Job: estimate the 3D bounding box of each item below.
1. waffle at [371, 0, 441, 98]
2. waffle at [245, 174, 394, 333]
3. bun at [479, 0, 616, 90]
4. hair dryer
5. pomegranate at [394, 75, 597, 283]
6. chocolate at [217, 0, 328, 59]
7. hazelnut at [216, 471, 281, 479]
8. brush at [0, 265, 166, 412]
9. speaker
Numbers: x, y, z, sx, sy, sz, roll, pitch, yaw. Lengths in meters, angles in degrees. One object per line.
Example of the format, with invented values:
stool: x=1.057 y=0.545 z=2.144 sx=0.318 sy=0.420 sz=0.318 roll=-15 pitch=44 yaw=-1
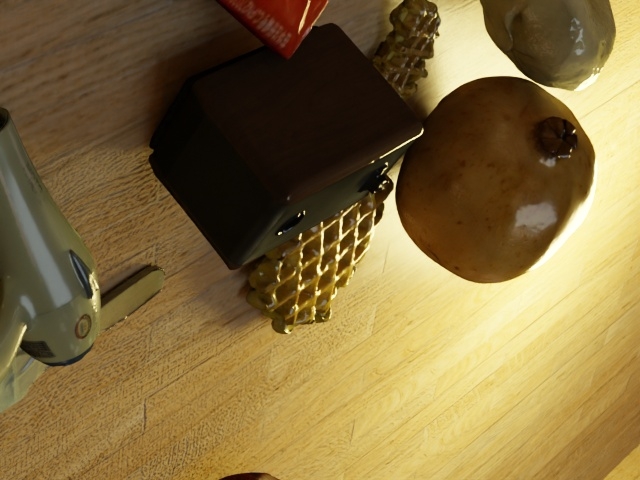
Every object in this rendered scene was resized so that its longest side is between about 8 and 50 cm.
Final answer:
waffle: x=0.082 y=-0.222 z=1.793 sx=0.194 sy=0.051 sz=0.149 roll=-46 pitch=150 yaw=-12
waffle: x=0.002 y=0.001 z=1.890 sx=0.291 sy=0.051 sz=0.291 roll=-42 pitch=151 yaw=-30
bun: x=0.302 y=-0.315 z=1.914 sx=0.160 sy=0.259 sz=0.259 roll=-20 pitch=163 yaw=23
hair dryer: x=-0.307 y=0.028 z=1.312 sx=0.298 sy=0.119 sz=0.296 roll=-51 pitch=141 yaw=-61
pomegranate: x=0.245 y=-0.081 z=1.980 sx=0.307 sy=0.307 sz=0.307 roll=-39 pitch=147 yaw=-32
chocolate: x=-0.049 y=-0.334 z=1.407 sx=0.235 sy=0.108 sz=0.237 roll=-58 pitch=154 yaw=0
hazelnut: x=-0.108 y=0.446 z=2.004 sx=0.218 sy=0.218 sz=0.234 roll=-60 pitch=153 yaw=4
brush: x=-0.294 y=0.118 z=1.562 sx=0.336 sy=0.020 sz=0.085 roll=-35 pitch=144 yaw=-38
speaker: x=-0.040 y=-0.104 z=1.536 sx=0.231 sy=0.192 sz=0.153 roll=-29 pitch=167 yaw=-42
